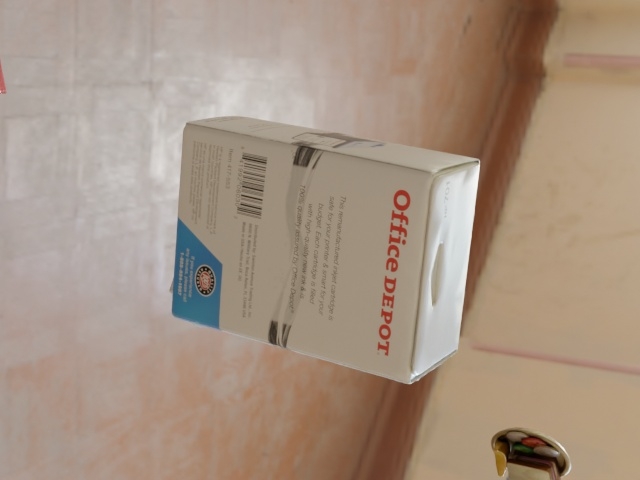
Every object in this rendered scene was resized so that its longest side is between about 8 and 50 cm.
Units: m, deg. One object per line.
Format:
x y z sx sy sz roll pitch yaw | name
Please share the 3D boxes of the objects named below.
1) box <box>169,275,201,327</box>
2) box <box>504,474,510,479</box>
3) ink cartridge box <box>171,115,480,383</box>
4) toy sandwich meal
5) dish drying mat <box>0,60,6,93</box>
-0.116 0.052 1.462 0.102 0.101 0.087 66 32 -57 | box
0.250 0.320 1.332 0.137 0.027 0.094 34 81 -24 | box
0.000 0.000 0.799 0.082 0.190 0.140 -19 118 -59 | ink cartridge box
0.195 0.209 1.112 0.029 0.085 0.086 -62 148 -36 | toy sandwich meal
-0.283 -0.167 1.021 0.032 0.008 0.083 -122 -157 -80 | dish drying mat
